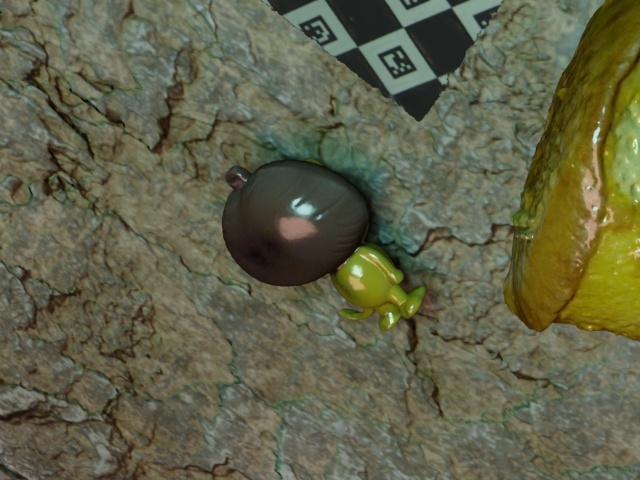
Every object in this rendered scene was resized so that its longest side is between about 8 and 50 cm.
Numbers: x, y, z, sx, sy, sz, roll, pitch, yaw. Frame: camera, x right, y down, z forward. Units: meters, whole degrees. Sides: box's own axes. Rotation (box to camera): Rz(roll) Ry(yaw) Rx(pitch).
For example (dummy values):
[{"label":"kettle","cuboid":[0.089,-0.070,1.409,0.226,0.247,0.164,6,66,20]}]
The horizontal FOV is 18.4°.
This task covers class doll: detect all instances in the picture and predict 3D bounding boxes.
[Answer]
[{"label":"doll","cuboid":[-0.004,0.003,1.670,0.145,0.096,0.188,-7,133,43]}]

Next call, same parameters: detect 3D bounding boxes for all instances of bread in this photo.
[{"label":"bread","cuboid":[0.218,-0.052,1.366,0.146,0.268,0.268,19,136,0]}]

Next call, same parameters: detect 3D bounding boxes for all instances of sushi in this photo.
[{"label":"sushi","cuboid":[0.006,-0.236,1.476,0.290,0.050,0.264,36,138,-1]}]
